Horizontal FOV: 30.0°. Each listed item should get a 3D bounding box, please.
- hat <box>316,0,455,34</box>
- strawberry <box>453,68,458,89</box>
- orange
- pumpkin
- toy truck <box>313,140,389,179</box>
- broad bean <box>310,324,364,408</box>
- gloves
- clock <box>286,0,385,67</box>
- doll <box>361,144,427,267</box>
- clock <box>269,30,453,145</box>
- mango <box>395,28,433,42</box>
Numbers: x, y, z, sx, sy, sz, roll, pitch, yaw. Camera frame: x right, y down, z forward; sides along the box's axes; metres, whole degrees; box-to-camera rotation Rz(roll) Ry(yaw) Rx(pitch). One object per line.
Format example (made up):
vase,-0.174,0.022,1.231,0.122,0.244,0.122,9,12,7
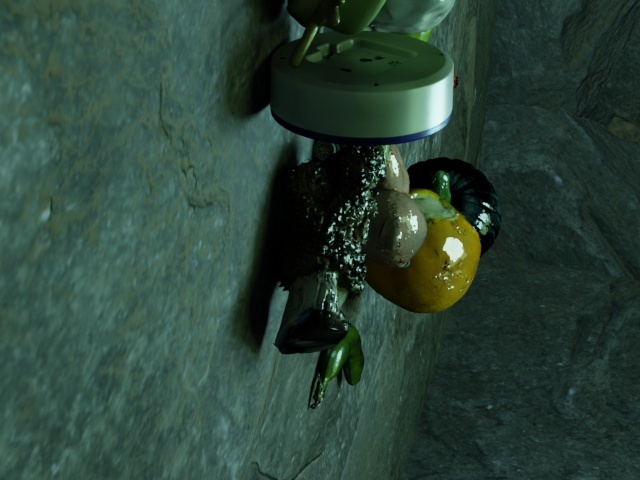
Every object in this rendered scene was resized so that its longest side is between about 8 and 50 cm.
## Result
hat,0.095,-0.347,1.694,0.275,0.161,0.232,-44,-171,37
strawberry,0.241,-0.353,2.548,0.106,0.106,0.106,10,90,-78
orange,0.187,0.021,2.257,0.240,0.240,0.240,10,90,-78
pumpkin,0.244,-0.067,2.439,0.248,0.248,0.248,10,90,-78
toy truck,0.058,-0.158,1.822,0.085,0.116,0.191,-13,114,-78
broad bean,0.039,0.224,2.223,0.292,0.049,0.144,-9,115,-75
gloves,0.006,0.000,1.670,0.210,0.135,0.312,76,27,-63
clock,0.041,-0.350,1.437,0.235,0.096,0.308,-39,-150,61
doll,0.074,-0.098,1.978,0.201,0.156,0.303,63,11,-73
clock,0.051,-0.196,1.496,0.230,0.230,0.083,-57,151,-60
mango,0.183,-0.428,2.231,0.074,0.091,0.165,-72,169,-79
